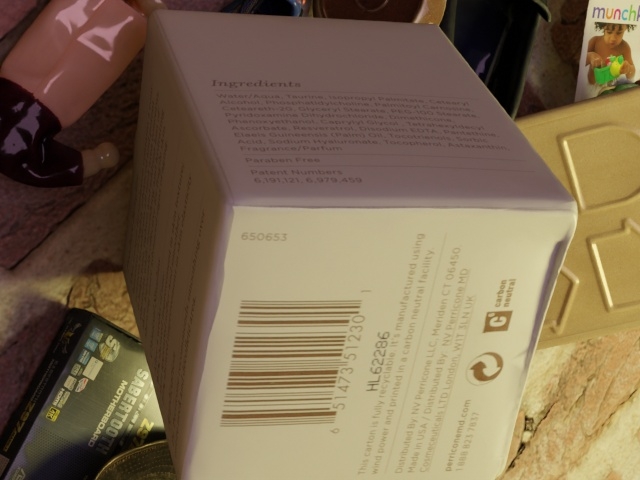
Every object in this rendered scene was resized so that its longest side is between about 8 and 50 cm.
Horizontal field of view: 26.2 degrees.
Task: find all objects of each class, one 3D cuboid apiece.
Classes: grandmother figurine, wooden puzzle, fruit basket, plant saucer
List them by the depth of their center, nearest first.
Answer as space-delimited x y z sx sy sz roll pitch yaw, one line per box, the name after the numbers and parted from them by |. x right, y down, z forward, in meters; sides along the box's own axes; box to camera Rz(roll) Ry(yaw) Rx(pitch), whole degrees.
-0.300 -0.138 1.432 0.208 0.104 0.342 40 73 -2 | grandmother figurine
0.065 -0.288 1.626 0.029 0.168 0.168 17 84 -69 | plant saucer
0.333 -0.026 1.807 0.348 0.080 0.322 -15 108 12 | wooden puzzle
0.475 -0.187 1.892 0.327 0.165 0.353 -1 110 -35 | fruit basket

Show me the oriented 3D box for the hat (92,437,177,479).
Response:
-0.159 0.384 1.500 0.331 0.134 0.331 -28 127 -45 | hat

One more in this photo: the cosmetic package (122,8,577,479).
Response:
0.000 0.000 1.368 0.328 0.393 0.329 0 123 -18 | cosmetic package

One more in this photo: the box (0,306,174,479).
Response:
-0.246 0.217 1.518 0.183 0.059 0.232 36 75 -33 | box

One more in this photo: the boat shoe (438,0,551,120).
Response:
0.213 -0.320 1.692 0.187 0.156 0.500 22 81 -33 | boat shoe

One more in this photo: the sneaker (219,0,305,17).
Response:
-0.043 -0.284 1.594 0.083 0.087 0.221 40 73 -31 | sneaker
